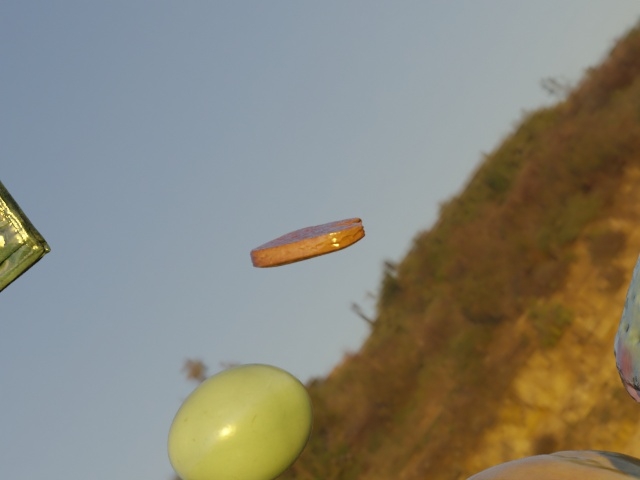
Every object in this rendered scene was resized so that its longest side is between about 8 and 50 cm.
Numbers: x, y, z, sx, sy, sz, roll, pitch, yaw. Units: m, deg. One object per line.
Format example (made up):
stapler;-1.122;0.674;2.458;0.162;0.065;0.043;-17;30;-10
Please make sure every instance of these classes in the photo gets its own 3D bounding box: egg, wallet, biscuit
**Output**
egg;-0.098;0.232;1.780;0.192;0.149;0.149;-32;-20;-21
wallet;-0.307;-0.015;1.260;0.088;0.129;0.026;-38;-4;6
biscuit;0.000;0.001;2.101;0.186;0.036;0.192;-15;6;27

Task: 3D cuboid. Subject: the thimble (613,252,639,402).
thimble;0.269;0.033;0.787;0.211;0.185;0.149;1;-75;-44

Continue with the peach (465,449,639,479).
peach;0.200;0.304;1.143;0.292;0.292;0.247;-54;-7;1
